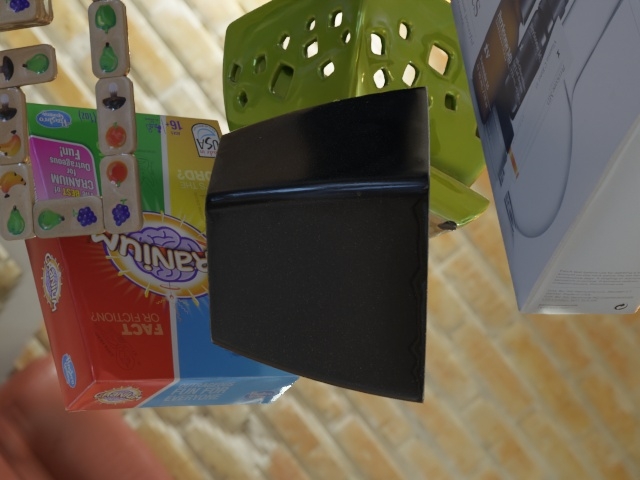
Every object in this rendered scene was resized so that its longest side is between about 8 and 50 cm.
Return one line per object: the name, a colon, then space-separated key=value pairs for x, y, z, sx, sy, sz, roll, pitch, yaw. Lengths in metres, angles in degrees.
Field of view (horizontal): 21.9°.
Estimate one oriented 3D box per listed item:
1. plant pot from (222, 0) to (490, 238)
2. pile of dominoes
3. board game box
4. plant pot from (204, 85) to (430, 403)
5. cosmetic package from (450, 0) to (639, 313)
plant pot: x=0.041 y=-0.111 z=1.617 sx=0.227 sy=0.207 sz=0.228 roll=26 pitch=-29 yaw=-34
pile of dominoes: x=-0.239 y=-0.123 z=1.244 sx=0.040 sy=0.196 sz=0.251 roll=0 pitch=85 yaw=-72
board game box: x=-0.175 y=0.015 z=1.678 sx=0.242 sy=0.064 sz=0.316 roll=2 pitch=58 yaw=-38
plant pot: x=0.000 y=0.000 z=1.277 sx=0.188 sy=0.167 sz=0.187 roll=-86 pitch=176 yaw=-63
cosmetic package: x=0.180 y=-0.181 z=1.110 sx=0.284 sy=0.097 sz=0.377 roll=114 pitch=-27 yaw=-53
